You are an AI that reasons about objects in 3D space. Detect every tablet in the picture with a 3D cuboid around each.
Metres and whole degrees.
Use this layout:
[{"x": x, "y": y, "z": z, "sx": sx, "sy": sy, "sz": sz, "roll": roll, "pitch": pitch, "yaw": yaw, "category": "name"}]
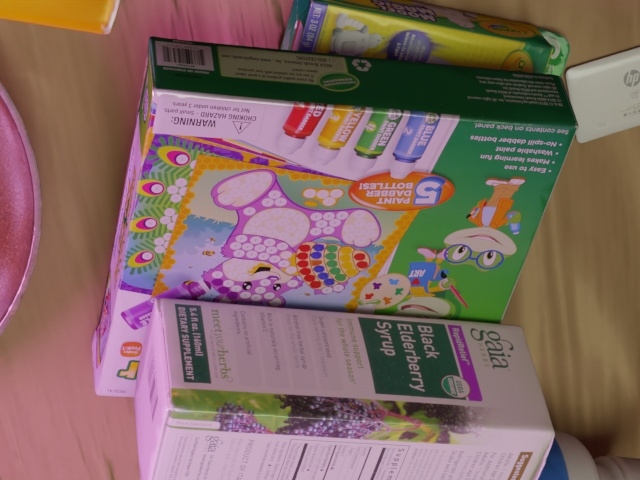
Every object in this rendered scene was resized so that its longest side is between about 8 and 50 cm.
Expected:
[{"x": 0.199, "y": -0.096, "z": 1.085, "sx": 0.083, "sy": 0.006, "sz": 0.054, "roll": -17, "pitch": 120, "yaw": -4, "category": "tablet"}]

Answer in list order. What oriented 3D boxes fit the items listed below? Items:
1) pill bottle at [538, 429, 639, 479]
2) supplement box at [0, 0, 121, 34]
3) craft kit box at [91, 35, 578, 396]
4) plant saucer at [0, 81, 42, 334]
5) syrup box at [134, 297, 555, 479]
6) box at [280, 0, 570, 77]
[{"x": 0.115, "y": 0.186, "z": 1.149, "sx": 0.221, "sy": 0.124, "sz": 0.124, "roll": 5, "pitch": 116, "yaw": -16, "category": "pill bottle"}, {"x": -0.262, "y": -0.241, "z": 0.796, "sx": 0.356, "sy": 0.194, "sz": 0.195, "roll": 7, "pitch": 115, "yaw": -16, "category": "supplement box"}, {"x": 0.000, "y": 0.000, "z": 1.030, "sx": 0.249, "sy": 0.061, "sz": 0.247, "roll": 3, "pitch": 135, "yaw": -13, "category": "craft kit box"}, {"x": -0.318, "y": -0.024, "z": 0.984, "sx": 0.310, "sy": 0.050, "sz": 0.311, "roll": -5, "pitch": 118, "yaw": -9, "category": "plant saucer"}, {"x": 0.012, "y": 0.105, "z": 1.030, "sx": 0.236, "sy": 0.093, "sz": 0.096, "roll": 4, "pitch": 131, "yaw": -14, "category": "syrup box"}, {"x": 0.062, "y": -0.089, "z": 1.037, "sx": 0.179, "sy": 0.043, "sz": 0.105, "roll": 7, "pitch": 117, "yaw": -18, "category": "box"}]
